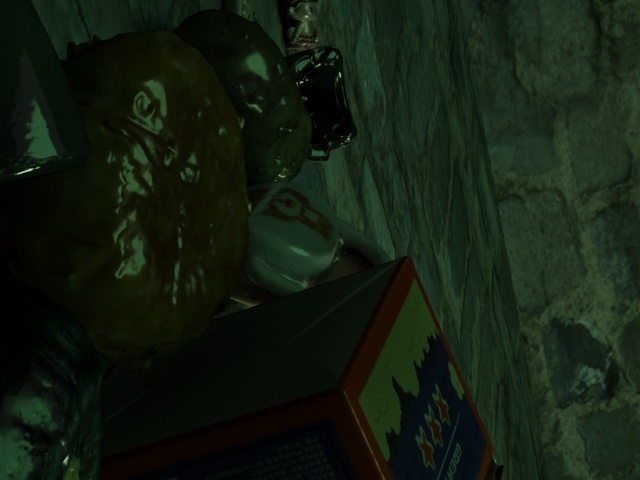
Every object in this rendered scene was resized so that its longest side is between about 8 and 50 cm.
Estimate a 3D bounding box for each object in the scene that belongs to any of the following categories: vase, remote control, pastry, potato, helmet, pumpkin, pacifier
[{"bbox_3d":[-0.302,-0.198,1.324,0.173,0.173,0.321,-23,101,-72],"label":"vase"},{"bbox_3d":[-0.105,-0.279,2.207,0.087,0.029,0.190,54,33,-59],"label":"remote control"},{"bbox_3d":[-0.196,-0.038,1.554,0.284,0.184,0.315,46,47,-51],"label":"pastry"},{"bbox_3d":[-0.098,-0.172,1.978,0.165,0.165,0.262,-80,156,-43],"label":"potato"},{"bbox_3d":[-0.034,-0.188,2.287,0.177,0.107,0.153,-29,116,-51],"label":"helmet"},{"bbox_3d":[-0.279,0.170,1.140,0.315,0.238,0.315,-172,-90,-86],"label":"pumpkin"},{"bbox_3d":[-0.068,0.049,1.918,0.220,0.273,0.332,52,26,-8],"label":"pacifier"}]

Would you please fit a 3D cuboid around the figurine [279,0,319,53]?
[{"bbox_3d":[-0.033,-0.320,2.431,0.072,0.054,0.129,-11,102,-58],"label":"figurine"}]

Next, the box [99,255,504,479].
[{"bbox_3d":[-0.045,0.228,1.609,0.257,0.349,0.318,66,20,-13],"label":"box"}]
